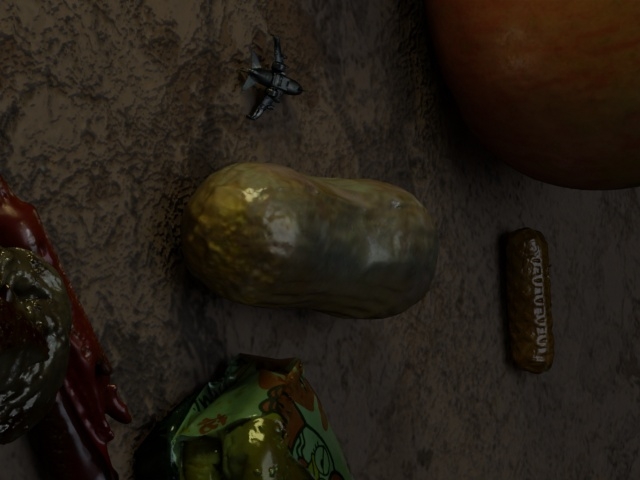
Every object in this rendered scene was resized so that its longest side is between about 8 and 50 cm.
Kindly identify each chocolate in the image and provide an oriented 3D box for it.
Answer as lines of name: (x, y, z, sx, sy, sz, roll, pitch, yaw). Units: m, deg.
chocolate: (0.000, 0.000, 1.693, 0.309, 0.134, 0.134, 13, 77, -52)

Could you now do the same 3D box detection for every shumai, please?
shumai: (-0.235, 0.082, 1.380, 0.123, 0.105, 0.139, 23, 103, -18)

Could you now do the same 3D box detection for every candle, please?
candle: (-0.213, 0.060, 1.465, 0.084, 0.059, 0.301, -50, 126, -54)

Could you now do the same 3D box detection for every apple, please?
apple: (0.299, -0.226, 1.944, 0.364, 0.364, 0.364, 6, 83, -53)

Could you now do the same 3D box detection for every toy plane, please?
toy plane: (-0.041, -0.142, 1.731, 0.083, 0.031, 0.078, 16, 90, -49)

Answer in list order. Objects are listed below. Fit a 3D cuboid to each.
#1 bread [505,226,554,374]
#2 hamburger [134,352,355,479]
bread: (0.222, 0.064, 2.053, 0.052, 0.044, 0.157, -6, 93, -56)
hamburger: (-0.050, 0.224, 1.608, 0.214, 0.125, 0.235, 63, 28, -13)
